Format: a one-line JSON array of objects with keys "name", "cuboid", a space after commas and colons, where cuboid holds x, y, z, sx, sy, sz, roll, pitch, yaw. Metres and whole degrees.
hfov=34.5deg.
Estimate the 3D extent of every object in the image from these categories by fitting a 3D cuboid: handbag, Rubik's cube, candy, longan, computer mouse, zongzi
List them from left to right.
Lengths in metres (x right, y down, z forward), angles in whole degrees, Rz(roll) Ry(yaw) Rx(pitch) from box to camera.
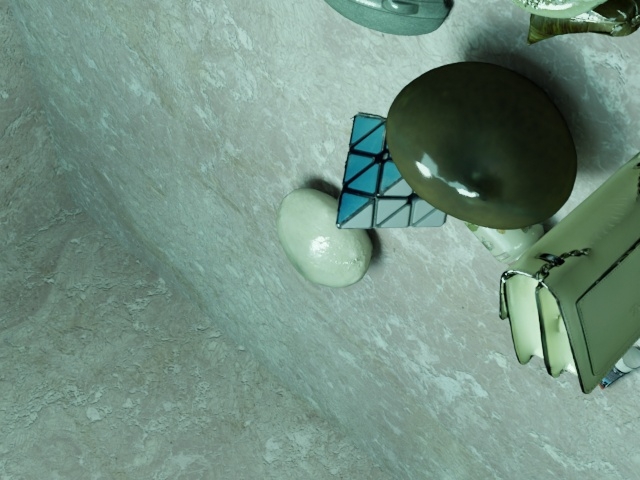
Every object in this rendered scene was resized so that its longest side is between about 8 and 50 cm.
[{"name": "candy", "cuboid": [0.000, 0.000, 2.567, 0.295, 0.185, 0.295, 39, 158, 19]}, {"name": "computer mouse", "cuboid": [0.064, -0.490, 1.874, 0.374, 0.114, 0.203, 37, 151, 23]}, {"name": "Rubik's cube", "cuboid": [0.161, -0.137, 2.162, 0.228, 0.233, 0.229, -62, -21, -79]}, {"name": "longan", "cuboid": [0.280, -0.166, 1.793, 0.350, 0.288, 0.288, 33, 151, 14]}, {"name": "zongzi", "cuboid": [0.402, -0.327, 1.576, 0.187, 0.084, 0.184, 39, 152, 25]}, {"name": "handbag", "cuboid": [0.459, 0.039, 1.668, 0.160, 0.358, 0.236, 27, 146, 43]}]

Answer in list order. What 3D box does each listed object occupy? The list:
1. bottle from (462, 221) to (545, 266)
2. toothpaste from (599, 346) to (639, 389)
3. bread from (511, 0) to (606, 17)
[{"name": "bottle", "cuboid": [0.366, -0.025, 2.014, 0.253, 0.120, 0.120, 48, 155, 1]}, {"name": "toothpaste", "cuboid": [0.597, 0.259, 2.117, 0.071, 0.045, 0.193, 54, 162, 11]}, {"name": "bread", "cuboid": [0.338, -0.446, 1.465, 0.267, 0.040, 0.267, 18, 119, 38]}]
